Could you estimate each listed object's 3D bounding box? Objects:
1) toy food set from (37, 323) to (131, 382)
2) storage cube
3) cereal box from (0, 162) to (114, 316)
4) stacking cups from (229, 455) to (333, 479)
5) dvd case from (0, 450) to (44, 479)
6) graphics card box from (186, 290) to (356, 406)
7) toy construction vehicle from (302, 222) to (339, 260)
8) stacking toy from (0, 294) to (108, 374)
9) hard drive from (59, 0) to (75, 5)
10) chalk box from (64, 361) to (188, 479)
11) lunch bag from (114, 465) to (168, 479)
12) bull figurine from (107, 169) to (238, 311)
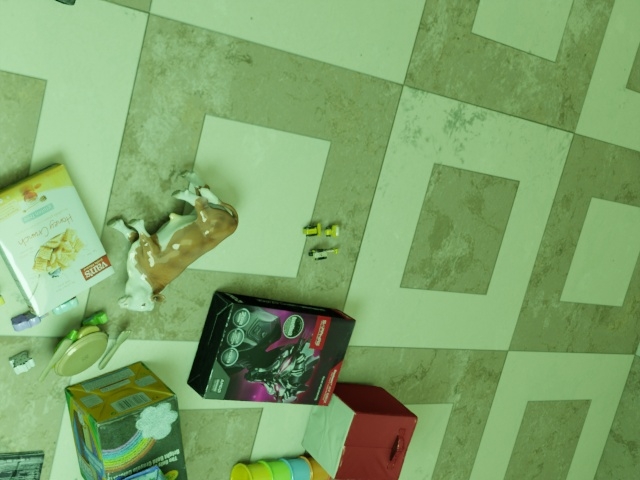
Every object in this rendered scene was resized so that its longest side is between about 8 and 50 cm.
[{"bbox_3d":[-0.478,0.218,1.717,0.132,0.038,0.192,-51,159,17],"label":"toy food set"},{"bbox_3d":[0.093,0.477,2.157,0.193,0.215,0.183,11,101,-31],"label":"storage cube"},{"bbox_3d":[-0.512,-0.002,1.614,0.173,0.047,0.240,-34,114,-29],"label":"cereal box"},{"bbox_3d":[-0.074,0.583,2.159,0.316,0.096,0.096,2,106,-42],"label":"stacking cups"},{"bbox_3d":[-0.661,0.536,1.750,0.165,0.018,0.221,6,102,-38],"label":"dvd case"},{"bbox_3d":[-0.106,0.257,2.003,0.371,0.094,0.232,13,99,-37],"label":"graphics card box"},{"bbox_3d":[0.000,0.000,2.028,0.098,0.035,0.085,-11,102,-35],"label":"toy construction vehicle"},{"bbox_3d":[-0.535,0.139,1.676,0.221,0.052,0.166,-29,122,-25],"label":"stacking toy"},{"bbox_3d":[-0.474,-0.599,1.444,0.237,0.064,0.338,16,97,-39],"label":"hard drive"},{"bbox_3d":[-0.401,0.437,1.802,0.180,0.179,0.288,-16,116,-32],"label":"chalk box"},{"bbox_3d":[-0.357,0.529,1.693,0.151,0.096,0.128,-23,124,5],"label":"lunch bag"},{"bbox_3d":[-0.312,0.004,1.756,0.310,0.101,0.188,-40,123,-18],"label":"bull figurine"}]
